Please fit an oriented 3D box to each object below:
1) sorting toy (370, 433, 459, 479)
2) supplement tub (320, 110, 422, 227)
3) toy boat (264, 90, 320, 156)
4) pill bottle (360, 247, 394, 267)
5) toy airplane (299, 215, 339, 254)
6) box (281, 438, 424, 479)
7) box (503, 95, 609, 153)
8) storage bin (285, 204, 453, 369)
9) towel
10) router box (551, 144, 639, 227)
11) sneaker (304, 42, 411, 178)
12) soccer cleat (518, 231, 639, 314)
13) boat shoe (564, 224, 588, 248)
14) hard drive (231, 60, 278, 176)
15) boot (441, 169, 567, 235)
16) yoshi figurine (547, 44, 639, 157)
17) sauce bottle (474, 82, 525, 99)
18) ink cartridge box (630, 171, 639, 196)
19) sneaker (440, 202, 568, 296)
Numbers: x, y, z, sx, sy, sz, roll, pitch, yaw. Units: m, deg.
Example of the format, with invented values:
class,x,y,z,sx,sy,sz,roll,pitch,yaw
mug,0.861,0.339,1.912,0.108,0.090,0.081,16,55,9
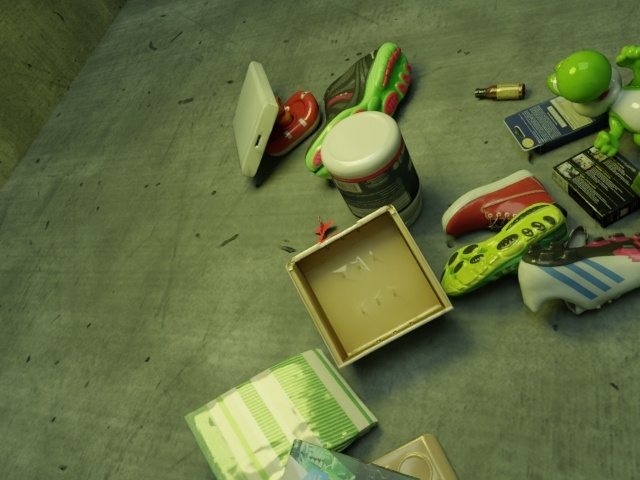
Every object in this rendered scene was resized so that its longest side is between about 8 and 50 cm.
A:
class,x,y,z,sx,sy,sz,roll,pitch,yaw
sorting toy,0.159,0.483,1.001,0.208,0.038,0.193,-27,48,1
supplement tub,0.132,-0.156,1.326,0.191,0.272,0.191,-14,52,18
toy boat,-0.115,-0.384,1.704,0.231,0.151,0.151,-42,48,-6
pill bottle,0.104,0.046,1.310,0.170,0.094,0.094,-3,55,25
toy airplane,0.000,0.000,1.431,0.151,0.028,0.151,-32,40,32
box,0.071,0.503,0.938,0.322,0.058,0.232,11,69,18
box,0.585,-0.296,1.356,0.225,0.036,0.136,-21,49,8
storage bin,0.100,0.093,1.185,0.262,0.123,0.260,-30,81,5
towel,-0.080,0.373,1.124,0.325,0.038,0.248,-27,50,-20
router box,0.621,-0.128,1.207,0.133,0.046,0.178,-29,48,4
sneaker,0.096,-0.363,1.596,0.202,0.185,0.482,2,52,50
soccer cleat,0.550,0.069,1.070,0.332,0.143,0.116,-4,18,2
boat shoe,0.532,0.025,1.144,0.046,0.038,0.125,13,63,34
hard drive,-0.209,-0.382,1.692,0.353,0.047,0.233,-109,37,-52
boot,0.410,-0.043,1.229,0.244,0.088,0.176,-26,50,3
yoshi figurine,0.651,-0.300,1.172,0.362,0.203,0.203,34,68,28
sauce bottle,0.485,-0.402,1.485,0.128,0.042,0.042,8,60,31
ink cartridge box,0.766,-0.122,1.028,0.255,0.097,0.188,-37,70,11
sneaker,0.388,0.044,1.156,0.296,0.123,0.109,-35,33,25
